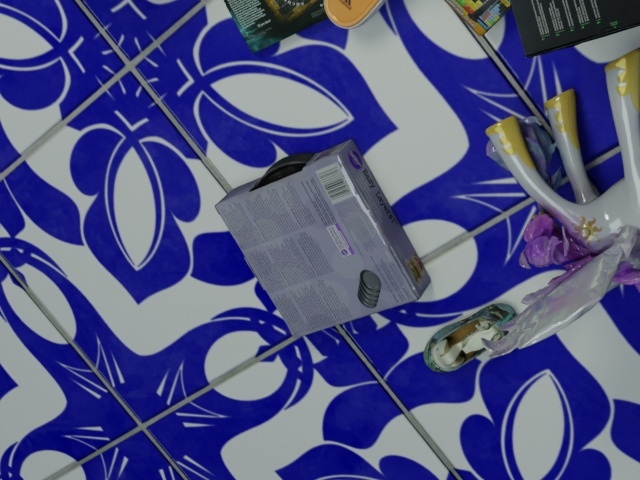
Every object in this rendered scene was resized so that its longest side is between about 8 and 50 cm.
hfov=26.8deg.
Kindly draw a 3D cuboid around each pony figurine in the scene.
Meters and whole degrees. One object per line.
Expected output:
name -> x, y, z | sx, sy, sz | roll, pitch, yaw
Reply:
pony figurine -> 0.363, -0.015, 1.728 | 0.351, 0.303, 0.364 | -27, 88, 27

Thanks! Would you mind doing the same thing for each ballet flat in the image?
ballet flat -> 0.213, 0.154, 2.003 | 0.070, 0.070, 0.188 | 46, 128, -3

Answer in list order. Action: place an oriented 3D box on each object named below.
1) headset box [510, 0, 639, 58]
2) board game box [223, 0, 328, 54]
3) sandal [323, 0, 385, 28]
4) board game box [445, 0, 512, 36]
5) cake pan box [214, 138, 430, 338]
headset box -> 0.332, -0.360, 1.533 | 0.283, 0.131, 0.246 | -12, 96, 45
board game box -> -0.050, -0.350, 1.867 | 0.186, 0.026, 0.126 | -19, 106, 34
sandal -> 0.074, -0.366, 1.704 | 0.102, 0.076, 0.265 | 39, 127, 8
board game box -> 0.197, -0.370, 1.716 | 0.170, 0.048, 0.141 | 44, 129, -2
cake pan box -> 0.000, 0.000, 2.022 | 0.245, 0.070, 0.267 | -23, 106, 33
